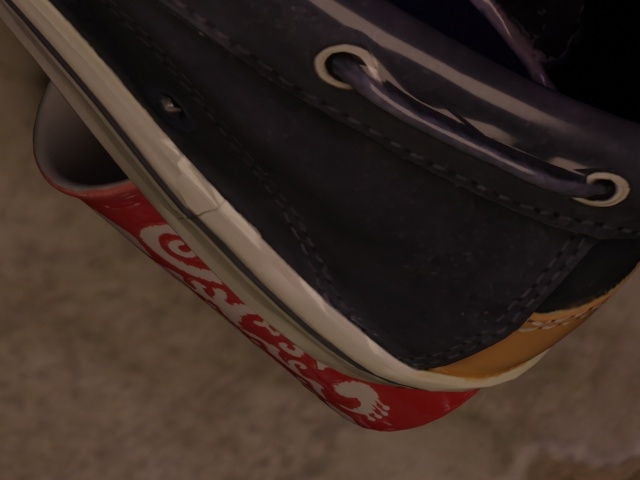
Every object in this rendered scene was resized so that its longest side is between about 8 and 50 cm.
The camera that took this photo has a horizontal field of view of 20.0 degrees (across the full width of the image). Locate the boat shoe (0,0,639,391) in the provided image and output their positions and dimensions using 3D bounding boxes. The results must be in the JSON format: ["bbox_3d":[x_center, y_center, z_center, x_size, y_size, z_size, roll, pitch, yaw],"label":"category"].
[{"bbox_3d":[-0.067,-0.162,0.447,0.500,0.187,0.156,46,139,-16],"label":"boat shoe"}]

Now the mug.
[{"bbox_3d":[-0.008,0.001,0.641,0.113,0.150,0.169,-19,134,27],"label":"mug"}]
